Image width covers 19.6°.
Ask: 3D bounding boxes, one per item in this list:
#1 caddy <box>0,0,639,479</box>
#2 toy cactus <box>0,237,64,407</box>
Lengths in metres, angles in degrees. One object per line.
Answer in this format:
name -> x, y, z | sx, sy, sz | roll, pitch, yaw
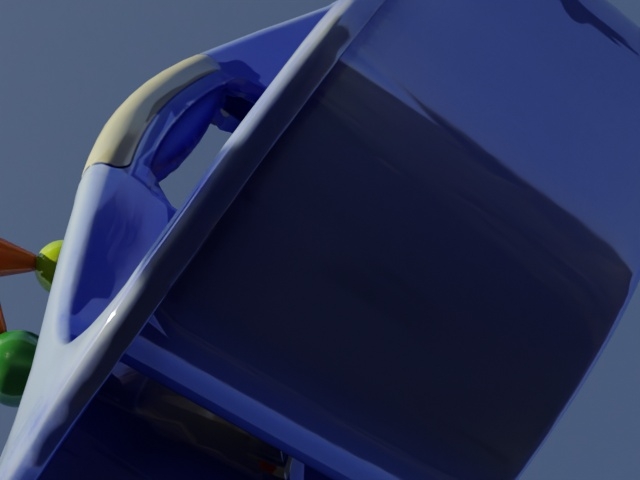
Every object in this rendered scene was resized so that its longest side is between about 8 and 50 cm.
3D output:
caddy -> 0.000, 0.000, 0.690 | 0.179, 0.241, 0.341 | 35, -143, 0
toy cactus -> -0.100, 0.069, 0.900 | 0.219, 0.180, 0.112 | 10, -74, -16
